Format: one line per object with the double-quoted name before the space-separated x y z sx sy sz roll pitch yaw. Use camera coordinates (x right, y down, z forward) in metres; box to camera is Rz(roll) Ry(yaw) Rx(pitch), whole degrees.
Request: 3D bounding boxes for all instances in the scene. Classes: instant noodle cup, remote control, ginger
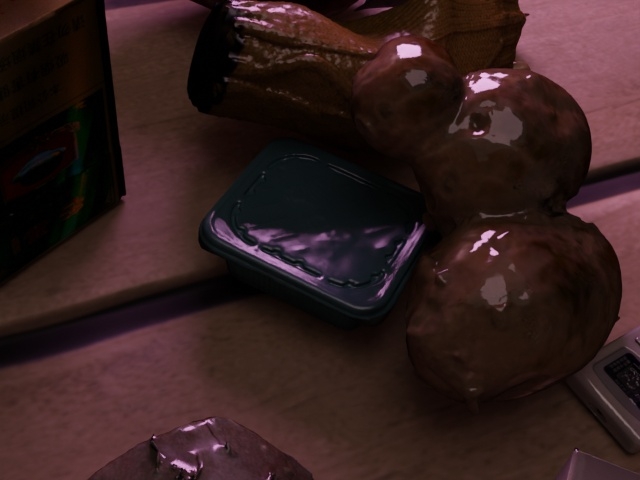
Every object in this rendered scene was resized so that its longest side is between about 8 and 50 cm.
"instant noodle cup" 0.000 0.000 0.800 0.179 0.070 0.157 25 51 13
"remote control" 0.307 0.105 0.780 0.190 0.029 0.087 -23 58 -24
"ginger" 0.140 -0.026 0.736 0.244 0.155 0.304 -9 77 -34

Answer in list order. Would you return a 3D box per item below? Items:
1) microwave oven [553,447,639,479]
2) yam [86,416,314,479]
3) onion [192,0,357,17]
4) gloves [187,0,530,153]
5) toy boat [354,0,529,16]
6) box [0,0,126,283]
"microwave oven" 0.157 0.255 0.503 0.145 0.240 0.194 23 52 12
"yam" -0.058 0.259 0.513 0.201 0.202 0.271 2 46 -34
"onion" -0.046 -0.401 0.945 0.348 0.347 0.285 -8 11 -14
"gloves" 0.048 -0.161 0.873 0.356 0.203 0.155 -9 91 -20
"toy boat" 0.130 -0.267 0.909 0.318 0.219 0.072 7 76 -32
"box" -0.245 -0.087 0.728 0.071 0.240 0.159 33 55 19
